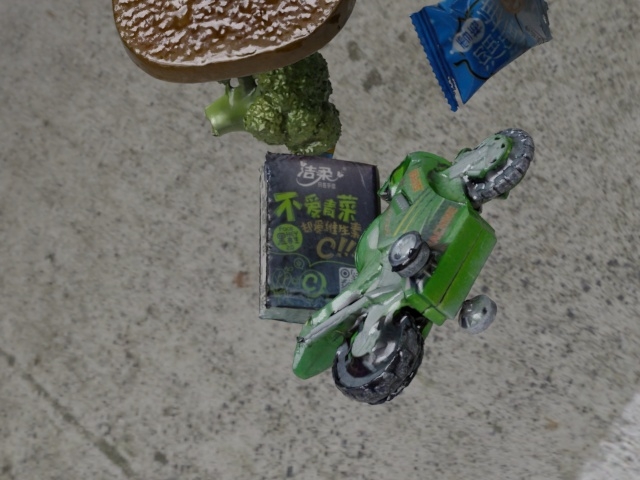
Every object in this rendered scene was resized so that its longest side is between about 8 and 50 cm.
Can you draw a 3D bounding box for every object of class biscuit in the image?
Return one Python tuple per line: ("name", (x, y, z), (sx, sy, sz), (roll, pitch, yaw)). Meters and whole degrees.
("biscuit", (-0.131, -0.410, 1.471), (0.394, 0.070, 0.350), (-3, 74, 14))

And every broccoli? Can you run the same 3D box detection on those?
("broccoli", (-0.121, -0.264, 1.790), (0.302, 0.254, 0.186), (-2, 47, 14))

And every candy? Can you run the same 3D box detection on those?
("candy", (0.137, -0.176, 0.774), (0.136, 0.088, 0.038), (-37, 20, -23))

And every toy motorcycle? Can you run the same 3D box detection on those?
("toy motorcycle", (0.055, 0.009, 0.571), (0.190, 0.074, 0.106), (-57, 28, -13))

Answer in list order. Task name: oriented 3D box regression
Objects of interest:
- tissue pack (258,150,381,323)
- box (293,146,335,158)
("tissue pack", (0.000, 0.000, 1.317), (0.073, 0.173, 0.235), (128, 144, -60))
("box", (-0.021, -0.154, 1.992), (0.023, 0.087, 0.155), (32, 110, 61))
